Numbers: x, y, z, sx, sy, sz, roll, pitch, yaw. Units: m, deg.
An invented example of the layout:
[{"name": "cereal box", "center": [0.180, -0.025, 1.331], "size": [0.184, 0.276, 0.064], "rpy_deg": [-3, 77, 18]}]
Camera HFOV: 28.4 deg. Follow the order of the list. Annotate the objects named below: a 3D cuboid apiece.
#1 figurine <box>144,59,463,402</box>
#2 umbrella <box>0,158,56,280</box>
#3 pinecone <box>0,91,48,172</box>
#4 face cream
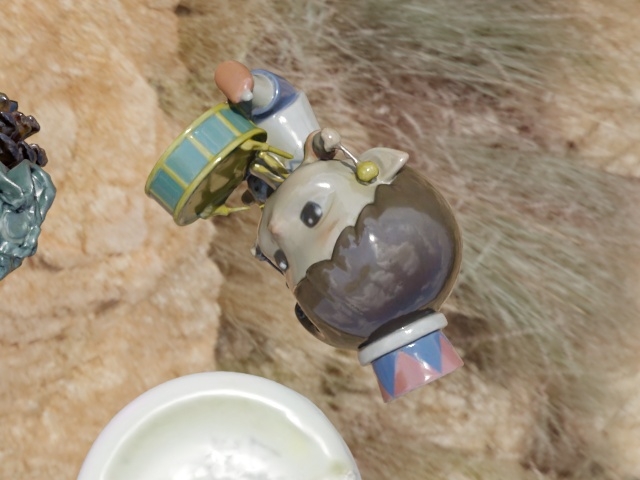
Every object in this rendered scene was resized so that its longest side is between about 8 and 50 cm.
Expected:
[{"name": "figurine", "center": [0.005, -0.004, 0.939], "size": [0.158, 0.275, 0.161], "rpy_deg": [-41, 166, -43]}, {"name": "umbrella", "center": [-0.377, 0.022, 1.137], "size": [0.094, 0.349, 0.143], "rpy_deg": [48, 46, -26]}, {"name": "pinecone", "center": [-0.487, -0.087, 1.686], "size": [0.246, 0.292, 0.246], "rpy_deg": [11, 132, 13]}, {"name": "face cream", "center": [-0.037, 0.110, 0.518], "size": [0.092, 0.311, 0.092], "rpy_deg": [0, 80, -2]}]
